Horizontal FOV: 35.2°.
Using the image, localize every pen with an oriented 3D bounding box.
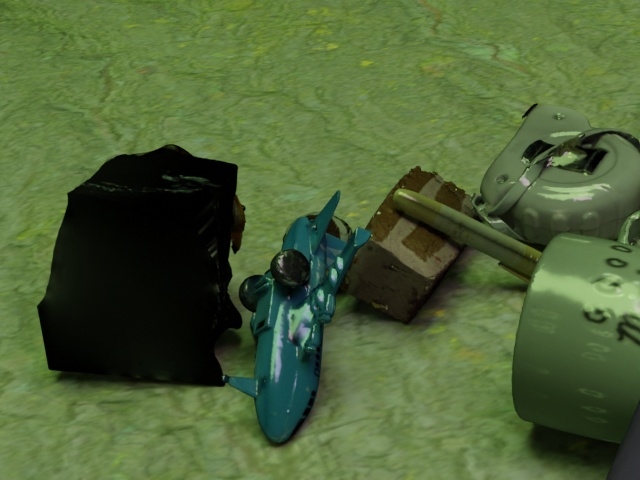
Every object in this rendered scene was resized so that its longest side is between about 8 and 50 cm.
[{"bbox_3d":[0.186,0.001,1.163,0.234,0.040,0.032,25,18,-6],"label":"pen"}]

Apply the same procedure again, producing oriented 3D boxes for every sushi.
[{"bbox_3d":[-0.193,0.013,1.158,0.216,0.227,0.212,3,27,9],"label":"sushi"}]

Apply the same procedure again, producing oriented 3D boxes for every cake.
[{"bbox_3d":[0.115,-0.004,1.229,0.116,0.112,0.295,35,34,6],"label":"cake"}]

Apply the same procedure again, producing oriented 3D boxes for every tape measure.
[{"bbox_3d":[0.313,-0.074,1.268,0.197,0.120,0.236,15,44,30],"label":"tape measure"}]

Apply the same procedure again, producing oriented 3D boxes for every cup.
[{"bbox_3d":[0.332,0.075,0.943,0.234,0.186,0.258,11,54,27],"label":"cup"}]

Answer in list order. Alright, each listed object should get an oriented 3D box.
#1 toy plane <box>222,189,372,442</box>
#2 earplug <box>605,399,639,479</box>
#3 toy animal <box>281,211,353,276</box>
[{"bbox_3d":[-0.032,0.081,1.078,0.105,0.254,0.271,28,56,-17],"label":"toy plane"},{"bbox_3d":[0.239,0.280,0.657,0.215,0.215,0.456,14,42,32],"label":"earplug"},{"bbox_3d":[0.000,0.000,1.250,0.098,0.098,0.137,-2,32,11],"label":"toy animal"}]
